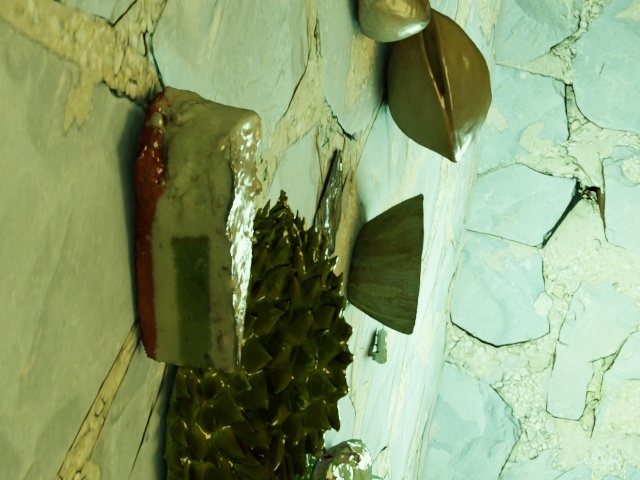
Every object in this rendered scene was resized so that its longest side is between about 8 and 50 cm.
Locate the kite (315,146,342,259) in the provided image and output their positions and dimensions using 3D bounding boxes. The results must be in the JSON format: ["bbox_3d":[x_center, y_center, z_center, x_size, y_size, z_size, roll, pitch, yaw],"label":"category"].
[{"bbox_3d":[0.001,0.000,1.509,0.141,0.015,0.245,83,20,-46],"label":"kite"}]

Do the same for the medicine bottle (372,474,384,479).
[{"bbox_3d":[0.045,0.494,1.934,0.121,0.083,0.229,48,54,-77],"label":"medicine bottle"}]

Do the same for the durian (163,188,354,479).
[{"bbox_3d":[-0.087,0.152,1.127,0.198,0.163,0.394,34,-65,61],"label":"durian"}]

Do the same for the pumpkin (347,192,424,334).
[{"bbox_3d":[0.098,0.034,1.790,0.217,0.110,0.217,1,90,-87],"label":"pumpkin"}]

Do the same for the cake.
[{"bbox_3d":[-0.099,-0.002,0.895,0.117,0.086,0.220,-11,110,-77],"label":"cake"}]

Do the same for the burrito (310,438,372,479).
[{"bbox_3d":[0.030,0.362,1.763,0.229,0.089,0.144,52,35,-74],"label":"burrito"}]

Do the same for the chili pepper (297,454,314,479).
[{"bbox_3d":[-0.043,0.313,1.421,0.100,0.074,0.257,-27,125,-74],"label":"chili pepper"}]

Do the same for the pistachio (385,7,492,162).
[{"bbox_3d":[0.173,-0.229,1.758,0.260,0.162,0.213,43,25,-73],"label":"pistachio"}]

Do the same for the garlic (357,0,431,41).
[{"bbox_3d":[0.083,-0.317,1.506,0.198,0.090,0.129,-30,114,-65],"label":"garlic"}]

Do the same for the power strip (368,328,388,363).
[{"bbox_3d":[0.101,0.186,2.074,0.083,0.035,0.055,-84,178,-64],"label":"power strip"}]
